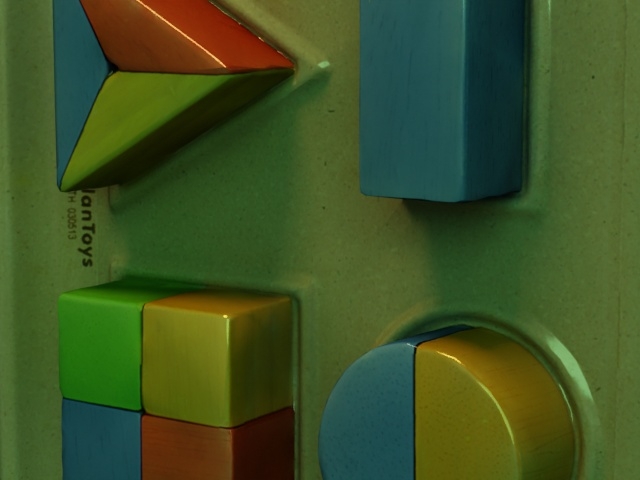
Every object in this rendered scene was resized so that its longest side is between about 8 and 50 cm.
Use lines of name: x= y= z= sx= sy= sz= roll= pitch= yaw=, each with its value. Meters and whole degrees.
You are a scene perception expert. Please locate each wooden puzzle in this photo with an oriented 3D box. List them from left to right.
wooden puzzle: x=0.000 y=0.000 z=0.754 sx=0.348 sy=0.080 sz=0.322 roll=5 pitch=99 yaw=29
